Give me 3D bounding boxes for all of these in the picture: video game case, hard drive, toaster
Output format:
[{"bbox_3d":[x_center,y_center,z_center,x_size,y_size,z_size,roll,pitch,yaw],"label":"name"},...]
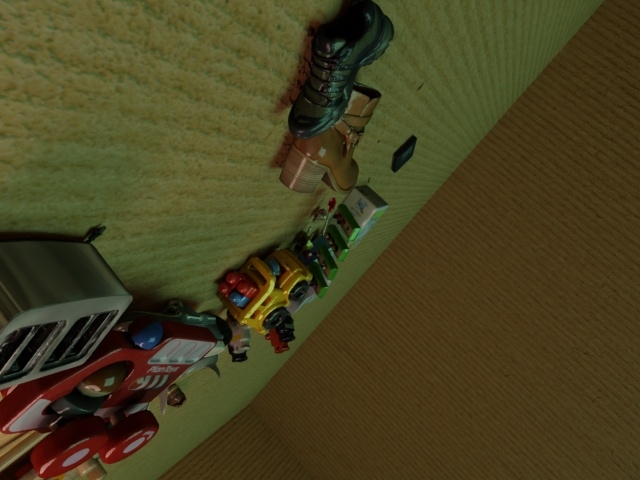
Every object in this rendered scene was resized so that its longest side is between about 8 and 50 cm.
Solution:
[{"bbox_3d":[-0.072,0.112,1.437,0.269,0.061,0.244,-37,164,-12],"label":"video game case"},{"bbox_3d":[0.285,-0.293,1.462,0.094,0.022,0.135,-45,166,-6],"label":"hard drive"},{"bbox_3d":[-0.335,0.081,0.493,0.186,0.110,0.168,-49,167,11],"label":"toaster"}]

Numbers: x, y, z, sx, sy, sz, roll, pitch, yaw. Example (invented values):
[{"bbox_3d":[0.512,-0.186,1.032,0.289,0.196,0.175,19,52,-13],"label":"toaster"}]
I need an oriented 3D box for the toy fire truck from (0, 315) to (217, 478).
[{"bbox_3d":[-0.330,0.219,0.699,0.254,0.169,0.302,-43,157,-2],"label":"toy fire truck"}]

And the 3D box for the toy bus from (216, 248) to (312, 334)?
[{"bbox_3d":[-0.157,0.112,1.099,0.220,0.149,0.211,-48,151,0],"label":"toy bus"}]

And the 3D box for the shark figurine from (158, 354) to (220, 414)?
[{"bbox_3d":[-0.369,0.396,1.299,0.166,0.116,0.278,-53,167,22],"label":"shark figurine"}]

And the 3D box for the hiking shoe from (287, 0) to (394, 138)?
[{"bbox_3d":[0.009,-0.262,0.640,0.227,0.086,0.114,-54,152,10],"label":"hiking shoe"}]

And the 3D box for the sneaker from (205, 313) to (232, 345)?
[{"bbox_3d":[-0.349,0.275,1.073,0.286,0.109,0.130,-17,159,-50],"label":"sneaker"}]

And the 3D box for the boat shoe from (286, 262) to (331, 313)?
[{"bbox_3d":[-0.033,0.137,1.340,0.084,0.095,0.258,-29,172,-48],"label":"boat shoe"}]

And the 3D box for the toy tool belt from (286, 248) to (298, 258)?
[{"bbox_3d":[-0.108,0.064,1.274,0.051,0.052,0.083,26,107,-43],"label":"toy tool belt"}]

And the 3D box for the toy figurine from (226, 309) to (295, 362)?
[{"bbox_3d":[-0.187,0.260,1.281,0.209,0.148,0.213,-10,156,-15],"label":"toy figurine"}]

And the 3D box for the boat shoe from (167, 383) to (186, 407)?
[{"bbox_3d":[-0.490,0.541,1.452,0.064,0.060,0.178,-39,165,-27],"label":"boat shoe"}]

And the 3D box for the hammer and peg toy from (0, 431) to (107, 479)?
[{"bbox_3d":[-0.596,0.511,0.906,0.266,0.127,0.361,-36,163,-36],"label":"hammer and peg toy"}]

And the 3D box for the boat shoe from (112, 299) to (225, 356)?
[{"bbox_3d":[-0.315,0.184,0.910,0.116,0.099,0.319,-21,154,13],"label":"boat shoe"}]

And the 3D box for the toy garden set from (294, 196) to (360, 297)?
[{"bbox_3d":[0.000,0.000,1.174,0.049,0.204,0.244,8,125,-29],"label":"toy garden set"}]

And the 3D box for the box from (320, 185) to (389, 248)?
[{"bbox_3d":[0.112,-0.069,1.413,0.203,0.103,0.114,-53,164,26],"label":"box"}]

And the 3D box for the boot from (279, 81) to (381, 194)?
[{"bbox_3d":[0.046,-0.210,0.863,0.283,0.109,0.220,-11,139,-56],"label":"boot"}]

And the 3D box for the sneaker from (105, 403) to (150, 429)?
[{"bbox_3d":[-0.521,0.466,1.126,0.170,0.063,0.075,-46,167,-22],"label":"sneaker"}]
